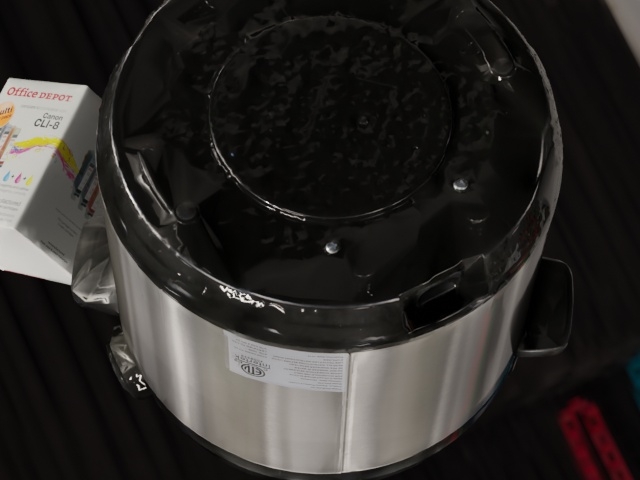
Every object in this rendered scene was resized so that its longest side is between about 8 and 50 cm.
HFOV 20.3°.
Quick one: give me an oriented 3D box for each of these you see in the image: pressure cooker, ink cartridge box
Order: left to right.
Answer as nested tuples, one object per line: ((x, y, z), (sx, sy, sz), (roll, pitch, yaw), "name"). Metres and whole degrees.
((-0.287, -0.064, 1.872), (0.128, 0.176, 0.127), (9, 155, 38), "ink cartridge box")
((-0.002, 0.005, 1.505), (0.375, 0.370, 0.420), (-37, 156, -19), "pressure cooker")
